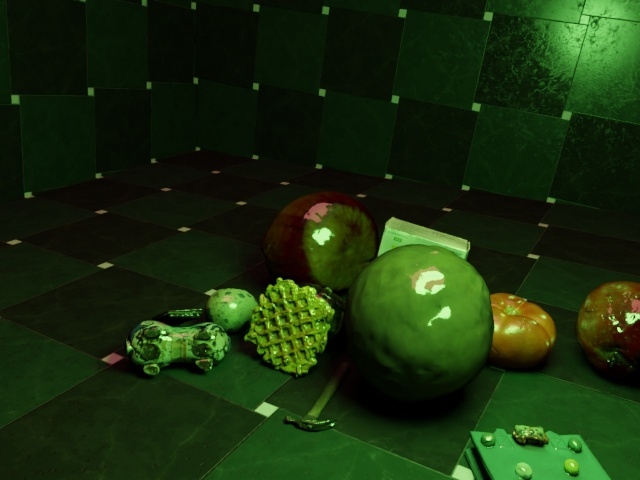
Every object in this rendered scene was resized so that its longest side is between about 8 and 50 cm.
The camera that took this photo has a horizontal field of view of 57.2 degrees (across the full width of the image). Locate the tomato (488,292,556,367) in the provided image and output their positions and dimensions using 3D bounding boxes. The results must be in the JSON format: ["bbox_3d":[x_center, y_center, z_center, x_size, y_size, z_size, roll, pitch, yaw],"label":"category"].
[{"bbox_3d":[0.554,0.272,1.724,0.259,0.180,0.260,0,22,0],"label":"tomato"}]

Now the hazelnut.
[{"bbox_3d":[0.000,0.000,2.098,0.429,0.402,0.402,-24,31,-27],"label":"hazelnut"}]

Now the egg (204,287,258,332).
[{"bbox_3d":[-0.272,0.217,1.828,0.181,0.141,0.141,1,17,-39],"label":"egg"}]

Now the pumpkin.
[{"bbox_3d":[-0.010,0.214,1.769,0.237,0.159,0.238,17,-9,3],"label":"pumpkin"}]

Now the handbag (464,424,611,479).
[{"bbox_3d":[0.466,0.493,1.227,0.268,0.100,0.274,1,21,-1],"label":"handbag"}]

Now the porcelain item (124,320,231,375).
[{"bbox_3d":[-0.399,0.282,1.653,0.287,0.138,0.186,-1,10,-12],"label":"porcelain item"}]

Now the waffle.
[{"bbox_3d":[-0.087,0.241,1.645,0.245,0.254,0.052,26,5,22],"label":"waffle"}]

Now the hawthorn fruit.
[{"bbox_3d":[0.891,0.256,1.672,0.315,0.316,0.316,2,20,-1],"label":"hawthorn fruit"}]

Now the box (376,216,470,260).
[{"bbox_3d":[0.393,0.051,2.243,0.332,0.173,0.145,18,22,10],"label":"box"}]

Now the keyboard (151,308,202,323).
[{"bbox_3d":[-0.421,0.226,1.719,0.106,0.027,0.317,1,-11,-23],"label":"keyboard"}]

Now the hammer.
[{"bbox_3d":[0.017,0.400,1.532,0.125,0.027,0.297,9,21,18],"label":"hammer"}]

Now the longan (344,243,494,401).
[{"bbox_3d":[0.248,0.215,1.523,0.403,0.404,0.436,4,-11,4],"label":"longan"}]
